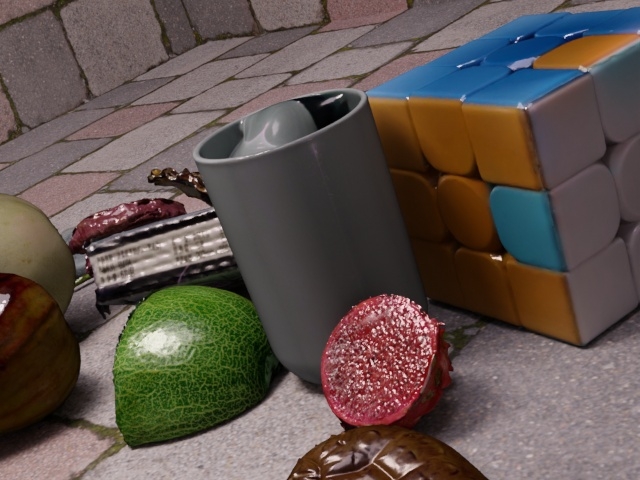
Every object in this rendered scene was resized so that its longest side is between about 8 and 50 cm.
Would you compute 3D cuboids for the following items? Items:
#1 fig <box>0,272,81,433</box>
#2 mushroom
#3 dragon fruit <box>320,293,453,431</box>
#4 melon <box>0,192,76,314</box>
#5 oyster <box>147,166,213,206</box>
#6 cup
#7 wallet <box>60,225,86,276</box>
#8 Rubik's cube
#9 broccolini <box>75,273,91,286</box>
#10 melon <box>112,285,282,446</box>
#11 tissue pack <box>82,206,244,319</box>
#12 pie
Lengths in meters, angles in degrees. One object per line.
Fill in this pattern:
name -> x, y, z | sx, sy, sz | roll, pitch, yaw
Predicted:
fig -> -0.446, 0.203, 1.343 | 0.217, 0.217, 0.321 | -2, 49, 39
mushroom -> 0.043, 0.237, 0.834 | 0.194, 0.138, 0.231 | -33, 24, -31
dragon fruit -> 0.086, 0.146, 1.118 | 0.153, 0.111, 0.153 | -22, 53, 33
melon -> -0.537, 0.072, 1.581 | 0.330, 0.269, 0.268 | -34, 23, -11
oyster -> -0.153, -0.069, 1.732 | 0.259, 0.092, 0.198 | 25, 1, 4
cup -> 0.000, 0.000, 1.225 | 0.205, 0.312, 0.205 | -17, 21, 7
wallet -> -0.450, 0.018, 1.978 | 0.167, 0.036, 0.222 | -13, 22, 16
Rubik's cube -> 0.273, -0.091, 1.245 | 0.290, 0.291, 0.291 | -29, 23, -26
broccolini -> -0.376, 0.046, 1.857 | 0.218, 0.044, 0.042 | -33, 39, -19
melon -> -0.137, 0.125, 1.304 | 0.169, 0.129, 0.265 | -6, 23, 25
tissue pack -> -0.118, 0.009, 1.507 | 0.361, 0.122, 0.259 | -15, -4, 16
pie -> -0.303, 0.000, 1.707 | 0.204, 0.054, 0.219 | -14, -23, -16
